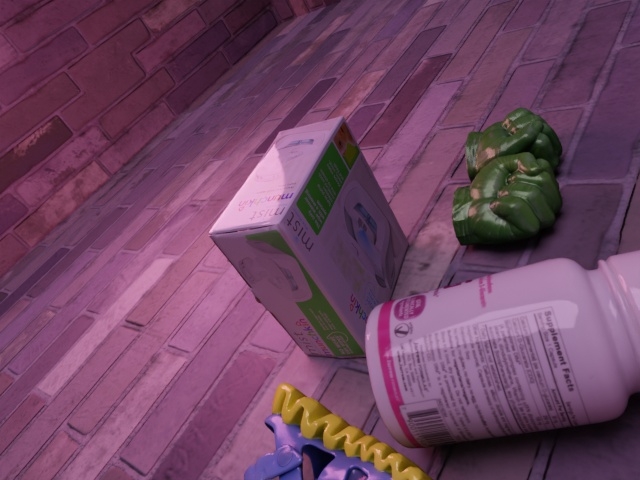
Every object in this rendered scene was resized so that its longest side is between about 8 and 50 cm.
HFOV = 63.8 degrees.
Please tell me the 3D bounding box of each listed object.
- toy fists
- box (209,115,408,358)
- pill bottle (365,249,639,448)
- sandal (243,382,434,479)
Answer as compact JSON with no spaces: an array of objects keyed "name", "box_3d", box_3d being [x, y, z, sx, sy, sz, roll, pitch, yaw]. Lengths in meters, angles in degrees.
[{"name":"toy fists","box_3d":[0.293,-0.106,0.794,0.142,0.096,0.279,-9,38,32]},{"name":"box","box_3d":[0.000,0.000,0.749,0.127,0.262,0.231,-7,40,34]},{"name":"pill bottle","box_3d":[0.203,0.110,0.524,0.283,0.160,0.160,-18,36,22]},{"name":"sandal","box_3d":[0.025,0.264,0.523,0.138,0.126,0.317,-52,29,-21]}]
